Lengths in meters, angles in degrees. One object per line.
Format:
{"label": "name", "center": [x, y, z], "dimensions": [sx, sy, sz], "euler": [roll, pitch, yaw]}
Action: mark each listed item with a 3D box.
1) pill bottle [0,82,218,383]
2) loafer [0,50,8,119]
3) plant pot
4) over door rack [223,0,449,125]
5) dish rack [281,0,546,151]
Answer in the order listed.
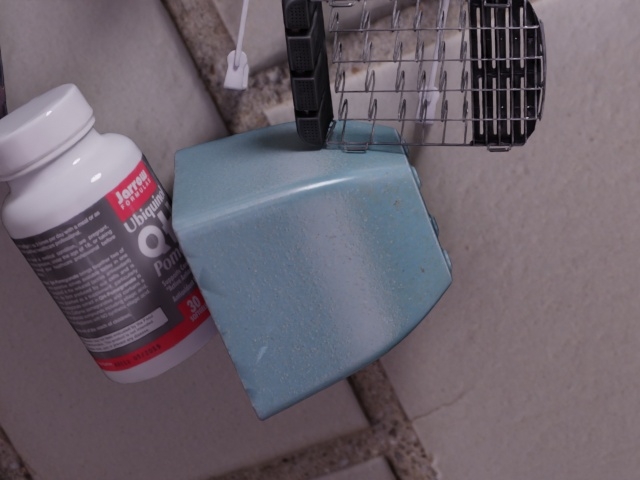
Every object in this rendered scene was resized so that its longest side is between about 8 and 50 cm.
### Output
{"label": "pill bottle", "center": [-0.248, -0.010, 1.782], "dimensions": [0.176, 0.176, 0.318], "euler": [-24, 111, 19]}
{"label": "loafer", "center": [-0.402, -0.225, 1.761], "dimensions": [0.109, 0.095, 0.303], "euler": [18, 118, 34]}
{"label": "plant pot", "center": [0.000, 0.000, 1.725], "dimensions": [0.252, 0.248, 0.247], "euler": [-21, 112, 4]}
{"label": "over door rack", "center": [0.030, -0.275, 1.647], "dimensions": [0.239, 0.108, 0.324], "euler": [11, 118, 4]}
{"label": "dish rack", "center": [0.094, -0.184, 1.610], "dimensions": [0.271, 0.074, 0.208], "euler": [1, 132, 9]}
